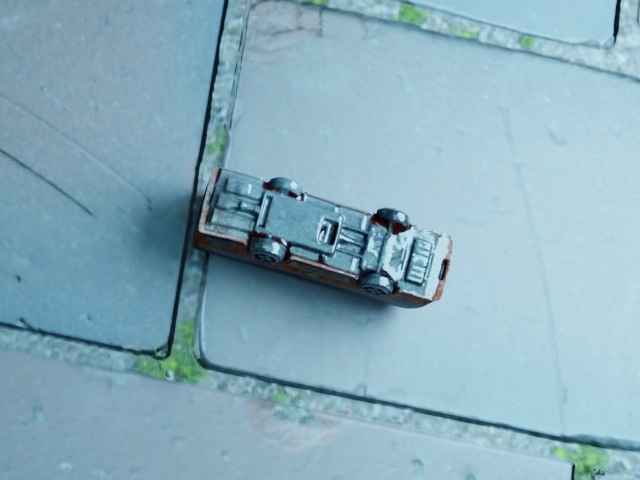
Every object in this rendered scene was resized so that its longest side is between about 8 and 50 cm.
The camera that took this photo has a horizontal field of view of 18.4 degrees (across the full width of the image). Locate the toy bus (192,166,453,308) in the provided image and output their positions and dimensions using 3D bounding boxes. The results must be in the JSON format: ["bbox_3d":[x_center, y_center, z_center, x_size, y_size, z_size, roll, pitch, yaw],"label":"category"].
[{"bbox_3d":[0.000,0.000,1.494,0.192,0.077,0.065,17,75,-10],"label":"toy bus"}]
